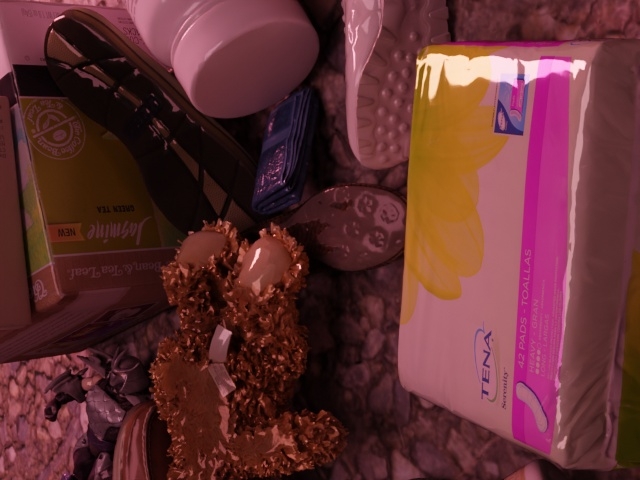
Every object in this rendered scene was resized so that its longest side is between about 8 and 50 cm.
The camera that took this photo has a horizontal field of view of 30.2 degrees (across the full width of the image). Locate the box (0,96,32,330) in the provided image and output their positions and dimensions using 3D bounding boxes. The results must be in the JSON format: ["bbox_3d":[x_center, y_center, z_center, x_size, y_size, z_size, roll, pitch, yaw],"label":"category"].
[{"bbox_3d":[-0.386,-0.019,1.168,0.149,0.127,0.232,-10,86,45],"label":"box"}]

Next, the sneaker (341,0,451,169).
[{"bbox_3d":[0.057,-0.180,1.039,0.095,0.090,0.235,19,104,59],"label":"sneaker"}]

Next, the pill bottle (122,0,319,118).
[{"bbox_3d":[-0.122,-0.268,1.157,0.160,0.160,0.283,-50,58,38],"label":"pill bottle"}]

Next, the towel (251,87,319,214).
[{"bbox_3d":[-0.036,-0.086,1.139,0.067,0.029,0.119,-25,47,47],"label":"towel"}]

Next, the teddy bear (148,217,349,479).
[{"bbox_3d":[-0.076,0.144,1.135,0.245,0.113,0.338,-14,82,35],"label":"teddy bear"}]

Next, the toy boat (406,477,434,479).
[{"bbox_3d":[0.029,0.355,1.076,0.267,0.148,0.318,44,131,42],"label":"toy boat"}]

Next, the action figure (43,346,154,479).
[{"bbox_3d":[-0.263,0.251,1.406,0.185,0.099,0.285,41,119,44],"label":"action figure"}]

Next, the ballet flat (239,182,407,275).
[{"bbox_3d":[0.000,0.000,1.132,0.250,0.058,0.084,-19,83,42],"label":"ballet flat"}]

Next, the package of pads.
[{"bbox_3d":[0.153,-0.001,0.888,0.229,0.101,0.296,18,107,62],"label":"package of pads"}]

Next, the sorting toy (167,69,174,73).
[{"bbox_3d":[-0.136,-0.161,1.244,0.083,0.075,0.045,-49,59,37],"label":"sorting toy"}]

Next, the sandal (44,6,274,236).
[{"bbox_3d":[-0.149,-0.120,1.198,0.120,0.086,0.303,-35,99,34],"label":"sandal"}]

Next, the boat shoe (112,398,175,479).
[{"bbox_3d":[-0.126,0.322,1.253,0.116,0.123,0.324,-12,93,44],"label":"boat shoe"}]

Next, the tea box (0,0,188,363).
[{"bbox_3d":[-0.312,-0.050,1.339,0.329,0.220,0.323,-27,75,45],"label":"tea box"}]

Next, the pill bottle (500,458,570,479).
[{"bbox_3d":[0.125,0.262,0.920,0.187,0.112,0.112,-36,65,15],"label":"pill bottle"}]
